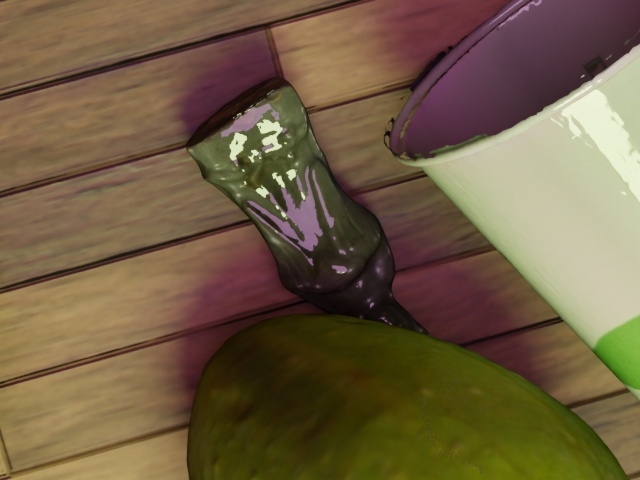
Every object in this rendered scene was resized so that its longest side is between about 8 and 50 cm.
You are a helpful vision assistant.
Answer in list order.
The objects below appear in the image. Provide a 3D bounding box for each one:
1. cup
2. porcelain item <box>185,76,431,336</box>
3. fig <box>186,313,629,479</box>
[{"bbox_3d":[0.214,-0.033,0.938,0.253,0.253,0.274,-37,106,0],"label":"cup"},{"bbox_3d":[0.000,0.000,1.005,0.081,0.069,0.215,-36,104,-5],"label":"porcelain item"},{"bbox_3d":[0.042,0.177,0.925,0.326,0.258,0.258,42,92,25],"label":"fig"}]
